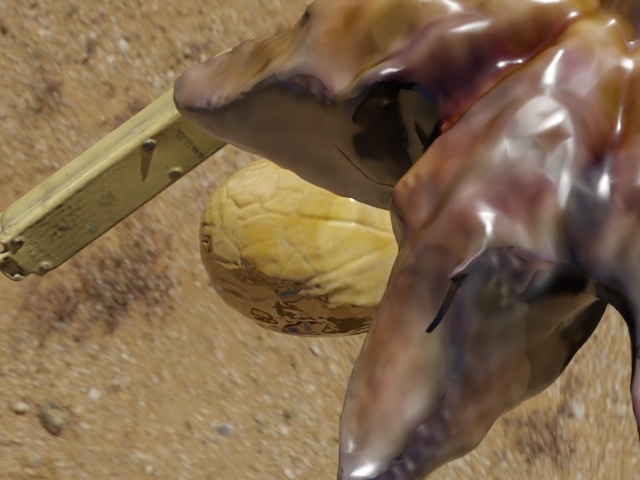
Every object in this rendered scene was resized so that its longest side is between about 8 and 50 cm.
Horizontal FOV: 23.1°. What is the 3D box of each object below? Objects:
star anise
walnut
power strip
[{"bbox_3d":[0.113,-0.070,0.509,0.350,0.109,0.292,-11,71,12],"label":"star anise"},{"bbox_3d":[0.000,0.000,1.266,0.197,0.165,0.165,-9,72,39],"label":"walnut"},{"bbox_3d":[-0.164,-0.063,1.336,0.305,0.064,0.044,-36,43,7],"label":"power strip"}]
